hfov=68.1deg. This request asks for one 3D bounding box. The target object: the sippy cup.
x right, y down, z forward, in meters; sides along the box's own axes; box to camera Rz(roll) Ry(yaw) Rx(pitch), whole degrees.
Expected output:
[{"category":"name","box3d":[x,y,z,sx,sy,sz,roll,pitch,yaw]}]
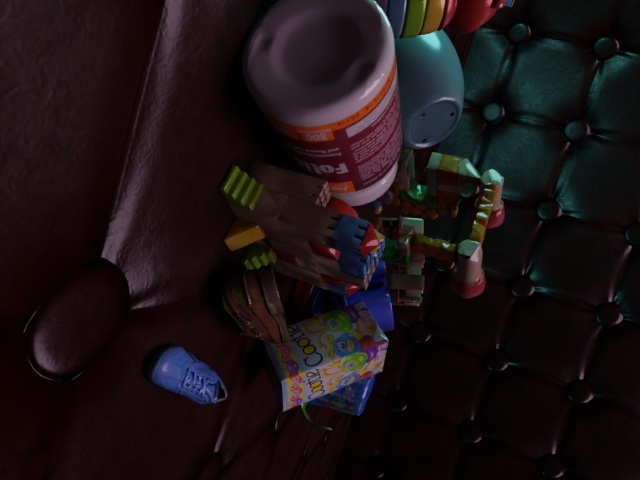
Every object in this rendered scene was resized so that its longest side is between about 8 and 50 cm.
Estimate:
[{"category":"sippy cup","box3d":[0.070,0.511,1.709,0.240,0.224,0.305,-17,124,-69]}]

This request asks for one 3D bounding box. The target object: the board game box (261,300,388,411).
[{"category":"board game box","box3d":[0.008,0.282,1.176,0.276,0.142,0.144,-16,135,-19]}]

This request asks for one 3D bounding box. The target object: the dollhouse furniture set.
[{"category":"dollhouse furniture set","box3d":[0.237,0.065,1.423,0.262,0.135,0.259,63,30,-71]}]

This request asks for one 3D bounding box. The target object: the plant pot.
[{"category":"plant pot","box3d":[0.210,-0.323,1.078,0.290,0.195,0.290,-18,145,-13]}]

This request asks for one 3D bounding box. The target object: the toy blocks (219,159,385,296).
[{"category":"toy blocks","box3d":[0.000,0.000,0.900,0.381,0.261,0.190,73,39,-63]}]

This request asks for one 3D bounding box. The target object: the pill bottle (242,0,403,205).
[{"category":"pill bottle","box3d":[0.031,-0.215,0.839,0.392,0.224,0.224,53,57,-69]}]

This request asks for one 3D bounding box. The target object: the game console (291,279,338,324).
[{"category":"game console","box3d":[0.011,0.156,1.443,0.386,0.060,0.342,92,24,-45]}]

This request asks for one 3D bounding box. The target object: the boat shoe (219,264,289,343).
[{"category":"boat shoe","box3d":[-0.126,0.135,0.935,0.307,0.105,0.110,86,-12,-60]}]

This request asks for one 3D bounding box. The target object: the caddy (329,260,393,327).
[{"category":"caddy","box3d":[0.117,0.164,1.425,0.341,0.179,0.241,65,19,-69]}]

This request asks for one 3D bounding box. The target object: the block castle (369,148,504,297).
[{"category":"block castle","box3d":[0.222,-0.052,1.228,0.303,0.454,0.212,-64,154,-27]}]

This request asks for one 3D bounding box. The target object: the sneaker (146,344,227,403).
[{"category":"sneaker","box3d":[-0.212,0.231,0.794,0.069,0.082,0.209,-63,160,-21]}]

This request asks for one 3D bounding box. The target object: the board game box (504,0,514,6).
[{"category":"board game box","box3d":[0.460,-0.845,1.396,0.141,0.291,0.232,73,39,-62]}]

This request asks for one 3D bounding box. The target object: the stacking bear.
[{"category":"stacking bear","box3d":[0.195,-0.460,0.901,0.175,0.289,0.164,-91,-179,-47]}]
